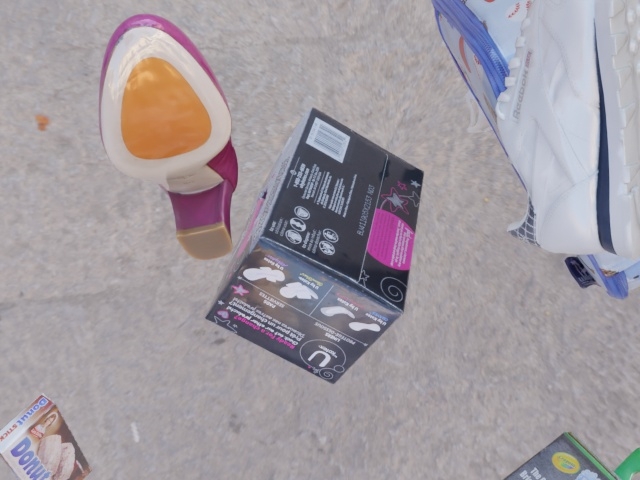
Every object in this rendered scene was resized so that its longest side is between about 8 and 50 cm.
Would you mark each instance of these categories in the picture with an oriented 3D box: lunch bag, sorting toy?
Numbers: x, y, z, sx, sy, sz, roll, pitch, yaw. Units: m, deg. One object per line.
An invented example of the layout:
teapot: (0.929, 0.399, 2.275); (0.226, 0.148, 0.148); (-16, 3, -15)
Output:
lunch bag: (0.214, -0.102, 0.690); (0.114, 0.243, 0.303); (-31, 119, 10)
sorting toy: (0.208, -0.169, 0.971); (0.044, 0.075, 0.083); (4, 78, -30)

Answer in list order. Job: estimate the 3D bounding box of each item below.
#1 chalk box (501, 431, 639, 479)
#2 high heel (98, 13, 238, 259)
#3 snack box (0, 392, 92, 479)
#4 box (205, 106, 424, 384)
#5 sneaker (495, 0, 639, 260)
chalk box: (0.259, 0.295, 0.765); (0.213, 0.132, 0.132); (-36, 120, -2)
high heel: (-0.096, -0.090, 0.531); (0.082, 0.244, 0.117); (-12, 62, 2)
snack box: (-0.278, 0.219, 0.783); (0.022, 0.178, 0.064); (34, 59, 20)
box: (0.000, 0.000, 0.842); (0.163, 0.247, 0.142); (28, 129, -10)
sneaker: (0.149, -0.102, 0.465); (0.094, 0.090, 0.235); (9, 111, 42)
